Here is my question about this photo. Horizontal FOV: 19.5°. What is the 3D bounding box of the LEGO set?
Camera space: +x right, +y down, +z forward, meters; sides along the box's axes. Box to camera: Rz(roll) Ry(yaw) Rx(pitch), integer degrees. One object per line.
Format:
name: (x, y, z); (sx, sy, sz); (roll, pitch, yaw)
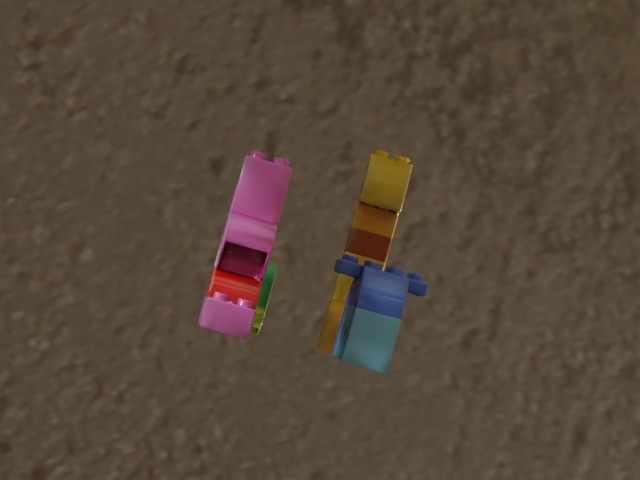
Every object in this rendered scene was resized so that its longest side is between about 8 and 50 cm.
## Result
LEGO set: (0.000, 0.000, 0.811); (0.087, 0.227, 0.093); (16, 88, -4)
